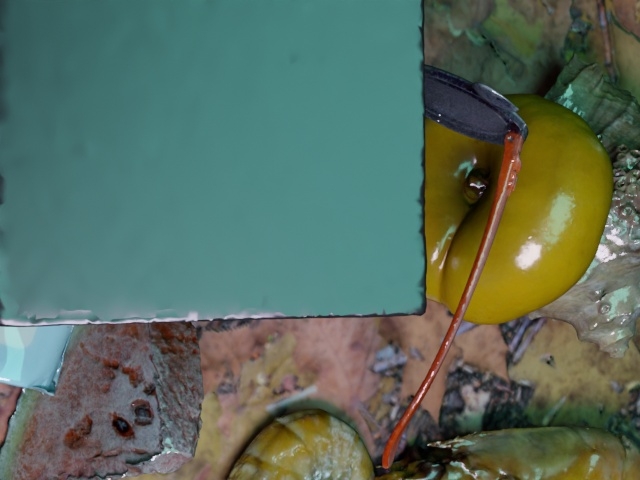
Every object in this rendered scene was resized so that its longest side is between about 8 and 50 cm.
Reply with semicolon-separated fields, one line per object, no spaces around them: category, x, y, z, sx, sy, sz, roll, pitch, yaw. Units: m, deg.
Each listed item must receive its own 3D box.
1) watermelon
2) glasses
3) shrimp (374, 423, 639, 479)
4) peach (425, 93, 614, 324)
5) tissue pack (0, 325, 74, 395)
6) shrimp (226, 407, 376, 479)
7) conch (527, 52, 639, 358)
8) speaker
watermelon;-0.127;0.118;0.899;0.071;0.139;0.187;31;94;-46
glasses;0.000;0.000;0.914;0.234;0.118;0.268;13;82;15
shrimp;0.156;0.210;1.085;0.267;0.061;0.145;13;95;-30
peach;0.125;-0.026;0.999;0.103;0.179;0.179;27;79;-50
tissue pack;-0.218;-0.052;0.867;0.177;0.089;0.263;21;80;-27
shrimp;-0.021;0.233;1.000;0.150;0.051;0.217;36;72;-31
conch;0.234;-0.030;1.091;0.178;0.162;0.245;11;68;-62
speaker;-0.072;-0.081;0.773;0.232;0.184;0.254;-1;90;-11
